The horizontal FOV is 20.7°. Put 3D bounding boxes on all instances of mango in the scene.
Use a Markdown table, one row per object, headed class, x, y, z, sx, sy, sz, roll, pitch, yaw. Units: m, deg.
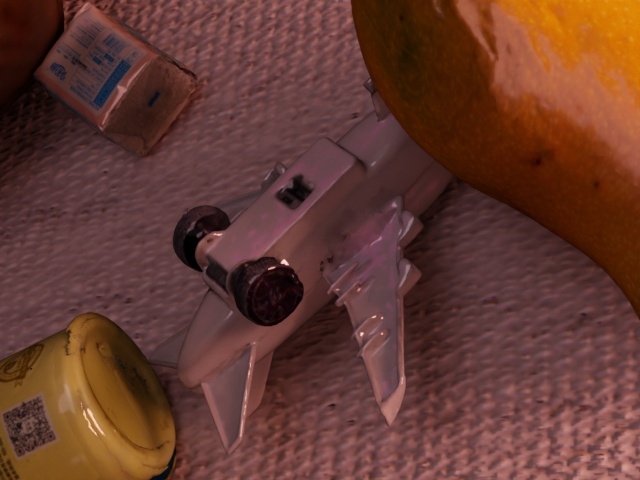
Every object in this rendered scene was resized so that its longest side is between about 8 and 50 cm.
| class | x | y | z | sx | sy | sz | roll | pitch | yaw |
| --- | --- | --- | --- | --- | --- | --- | --- | --- | --- |
| mango | 0.153 | -0.082 | 0.944 | 0.187 | 0.144 | 0.359 | -38 | 63 | -18 |

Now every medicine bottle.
| class | x | y | z | sx | sy | sz | roll | pitch | yaw |
| --- | --- | --- | --- | --- | --- | --- | --- | --- | --- |
| medicine bottle | -0.212 | 0.145 | 1.084 | 0.239 | 0.124 | 0.124 | -28 | 55 | 19 |

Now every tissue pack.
| class | x | y | z | sx | sy | sz | roll | pitch | yaw |
| --- | --- | --- | --- | --- | --- | --- | --- | --- | --- |
| tissue pack | -0.140 | -0.110 | 1.205 | 0.074 | 0.059 | 0.094 | -52 | 51 | 2 |

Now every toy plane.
| class | x | y | z | sx | sy | sz | roll | pitch | yaw |
| --- | --- | --- | --- | --- | --- | --- | --- | --- | --- |
| toy plane | -0.003 | -0.002 | 1.036 | 0.255 | 0.101 | 0.251 | -51 | 39 | 0 |

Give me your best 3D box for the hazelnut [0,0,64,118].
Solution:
| class | x | y | z | sx | sy | sz | roll | pitch | yaw |
| --- | --- | --- | --- | --- | --- | --- | --- | --- | --- |
| hazelnut | -0.389 | -0.222 | 1.235 | 0.402 | 0.402 | 0.429 | 22 | 96 | 38 |
